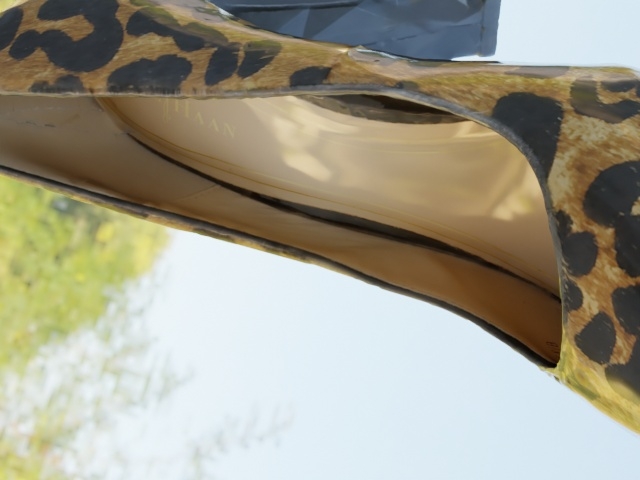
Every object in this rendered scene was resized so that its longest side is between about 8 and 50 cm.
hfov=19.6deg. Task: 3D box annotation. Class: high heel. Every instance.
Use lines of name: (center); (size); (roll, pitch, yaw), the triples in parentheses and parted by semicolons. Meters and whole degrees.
high heel: (0.000, 0.000, 0.489); (0.261, 0.186, 0.093); (-123, -156, -51)
